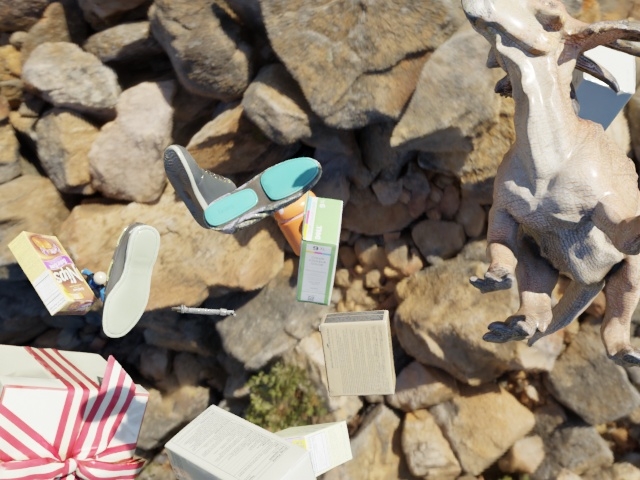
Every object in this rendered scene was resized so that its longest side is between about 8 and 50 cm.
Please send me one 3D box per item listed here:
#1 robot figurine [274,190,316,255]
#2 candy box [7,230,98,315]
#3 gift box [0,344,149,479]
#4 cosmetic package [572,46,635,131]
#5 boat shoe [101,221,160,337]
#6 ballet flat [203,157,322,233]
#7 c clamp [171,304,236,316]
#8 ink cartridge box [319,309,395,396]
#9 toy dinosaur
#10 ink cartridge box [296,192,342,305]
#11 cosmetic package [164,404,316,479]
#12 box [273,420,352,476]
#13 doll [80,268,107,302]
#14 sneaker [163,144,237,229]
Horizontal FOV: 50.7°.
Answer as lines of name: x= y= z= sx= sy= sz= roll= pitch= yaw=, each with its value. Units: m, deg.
robot figurine: x=-0.045 y=-0.046 z=1.807 sx=0.128 sy=0.158 sz=0.219 roll=-20 pitch=111 yaw=22
candy box: x=-0.558 y=0.070 z=1.416 sx=0.053 sy=0.109 sz=0.187 roll=-39 pitch=76 yaw=8
gift box: x=-0.436 y=0.290 z=1.057 sx=0.255 sy=0.258 sz=0.276 roll=8 pitch=96 yaw=-39
cosmetic package: x=0.570 y=-0.285 z=1.513 sx=0.113 sy=0.160 sz=0.309 roll=18 pitch=147 yaw=0
boat shoe: x=-0.378 y=0.075 z=1.324 sx=0.081 sy=0.068 sz=0.228 roll=19 pitch=91 yaw=-40
ballet flat: x=-0.050 y=-0.039 z=0.609 sx=0.114 sy=0.041 sz=0.041 roll=-26 pitch=108 yaw=2
c clamp: x=-0.299 y=0.178 z=1.719 sx=0.160 sy=0.137 sz=0.022 roll=5 pitch=84 yaw=-10
ink cartridge box: x=0.109 y=0.325 z=1.938 sx=0.193 sy=0.088 sz=0.235 roll=-3 pitch=108 yaw=11
toy dinosaur: x=0.179 y=-0.037 z=0.465 sx=0.127 sy=0.200 sz=0.296 roll=0 pitch=144 yaw=24
ink cartridge box: x=0.000 y=0.000 z=1.131 sx=0.062 sy=0.109 sz=0.209 roll=7 pitch=134 yaw=1
cosmetic package: x=-0.066 y=0.183 z=0.550 sx=0.115 sy=0.060 sz=0.041 roll=14 pitch=126 yaw=39
box: x=-0.061 y=0.622 z=1.990 sx=0.213 sy=0.243 sz=0.117 roll=-15 pitch=79 yaw=28
doll: x=-0.655 y=0.144 z=1.941 sx=0.129 sy=0.046 sz=0.189 roll=51 pitch=131 yaw=4
sneaker: x=-0.279 y=-0.147 z=1.585 sx=0.083 sy=0.118 sz=0.222 roll=7 pitch=133 yaw=38
